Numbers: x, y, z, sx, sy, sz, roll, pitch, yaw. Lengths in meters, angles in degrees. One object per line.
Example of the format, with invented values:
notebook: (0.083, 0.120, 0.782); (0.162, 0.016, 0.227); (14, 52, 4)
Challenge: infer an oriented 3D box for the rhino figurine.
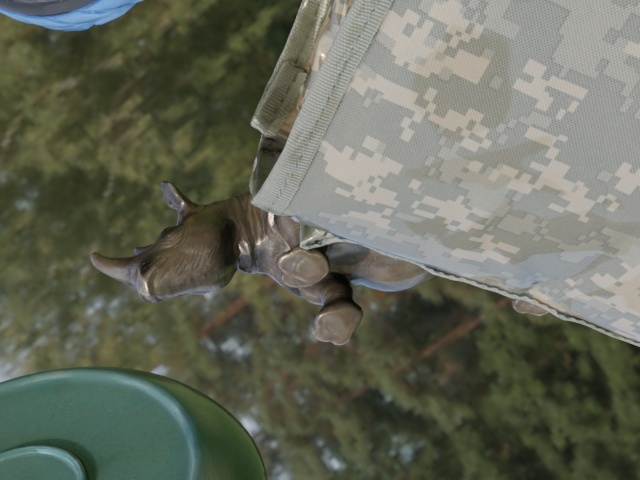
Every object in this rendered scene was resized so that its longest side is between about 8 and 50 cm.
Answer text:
rhino figurine: (0.000, 0.000, 0.817); (0.106, 0.243, 0.073); (-94, -3, -56)

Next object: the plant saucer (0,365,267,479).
plant saucer: (-0.191, 0.178, 0.985); (0.318, 0.317, 0.044); (-102, -3, -58)

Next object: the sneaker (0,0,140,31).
sneaker: (-0.091, -0.102, 0.365); (0.188, 0.067, 0.078); (23, 168, 36)

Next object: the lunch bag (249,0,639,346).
lunch bag: (0.123, -0.094, 0.590); (0.235, 0.287, 0.169); (19, -148, -11)
